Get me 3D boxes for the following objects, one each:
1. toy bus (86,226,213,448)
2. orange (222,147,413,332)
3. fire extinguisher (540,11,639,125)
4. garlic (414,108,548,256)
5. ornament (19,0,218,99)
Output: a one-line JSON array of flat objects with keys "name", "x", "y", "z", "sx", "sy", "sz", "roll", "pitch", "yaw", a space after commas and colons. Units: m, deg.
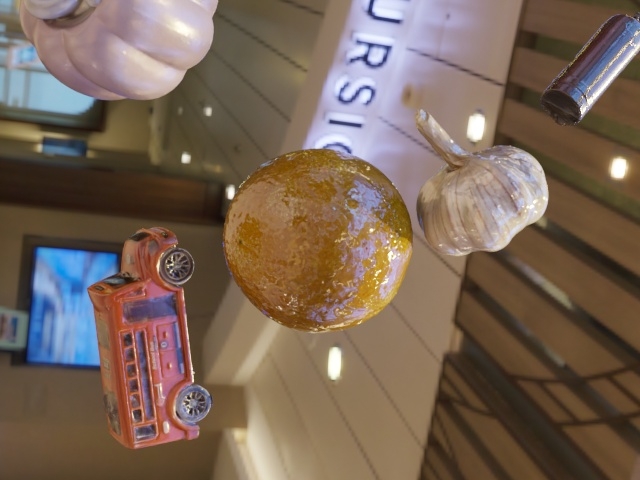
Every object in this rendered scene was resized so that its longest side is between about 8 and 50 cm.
[{"name": "toy bus", "x": -0.275, "y": 0.148, "z": 1.570, "sx": 0.143, "sy": 0.153, "sz": 0.329, "roll": 11, "pitch": -72, "yaw": 62}, {"name": "orange", "x": 0.000, "y": 0.000, "z": 1.414, "sx": 0.274, "sy": 0.274, "sz": 0.274, "roll": -174, "pitch": -90, "yaw": -74}, {"name": "fire extinguisher", "x": 0.441, "y": -0.278, "z": 1.570, "sx": 0.268, "sy": 0.072, "sz": 0.089, "roll": -47, "pitch": 149, "yaw": -27}, {"name": "garlic", "x": 0.199, "y": -0.097, "z": 1.419, "sx": 0.226, "sy": 0.199, "sz": 0.199, "roll": 54, "pitch": -8, "yaw": -16}, {"name": "ornament", "x": -0.185, "y": -0.215, "z": 0.901, "sx": 0.177, "sy": 0.177, "sz": 0.178, "roll": -174, "pitch": -90, "yaw": -74}]
